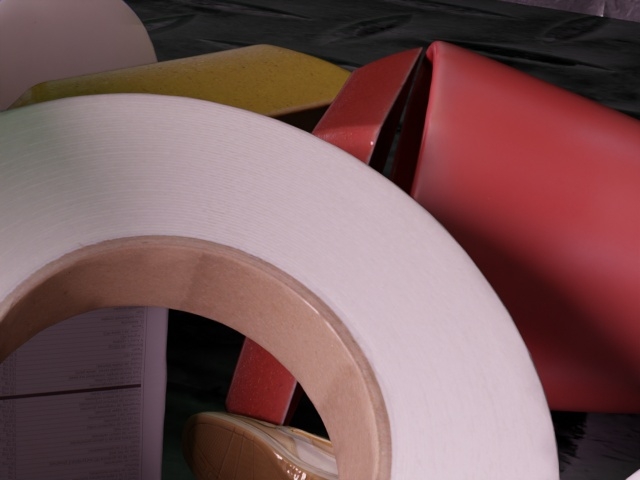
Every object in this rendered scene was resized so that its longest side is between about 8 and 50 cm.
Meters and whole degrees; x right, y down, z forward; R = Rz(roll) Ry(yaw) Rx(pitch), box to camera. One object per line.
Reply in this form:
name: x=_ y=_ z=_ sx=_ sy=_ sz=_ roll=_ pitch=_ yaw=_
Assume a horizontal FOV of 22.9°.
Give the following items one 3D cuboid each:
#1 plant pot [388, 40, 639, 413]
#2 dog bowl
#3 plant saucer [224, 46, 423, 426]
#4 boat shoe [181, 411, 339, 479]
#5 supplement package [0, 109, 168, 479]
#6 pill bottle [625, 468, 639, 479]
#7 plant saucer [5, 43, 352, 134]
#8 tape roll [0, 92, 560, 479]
plant pot: x=0.168 y=0.009 z=1.173 sx=0.243 sy=0.275 sz=0.275 roll=12 pitch=19 yaw=-2
dog bowl: x=-0.271 y=-0.116 z=1.401 sx=0.104 sy=0.265 sz=0.265 roll=23 pitch=27 yaw=38
plant saucer: x=0.000 y=0.000 z=1.124 sx=0.048 sy=0.259 sz=0.258 roll=20 pitch=21 yaw=3
boat shoe: x=-0.009 y=0.152 z=1.007 sx=0.170 sy=0.063 sz=0.059 roll=24 pitch=24 yaw=24
supplement package: x=-0.174 y=0.054 z=0.970 sx=0.139 sy=0.244 sz=0.134 roll=-3 pitch=21 yaw=-20
pill bottle: x=0.230 y=0.217 z=0.695 sx=0.146 sy=0.146 sz=0.264 roll=-8 pitch=36 yaw=-29
plant saucer: x=-0.172 y=-0.053 z=1.237 sx=0.333 sy=0.081 sz=0.333 roll=-18 pitch=-10 yaw=-46
tape roll: x=-0.074 y=0.105 z=0.767 sx=0.392 sy=0.072 sz=0.392 roll=8 pitch=58 yaw=-13
